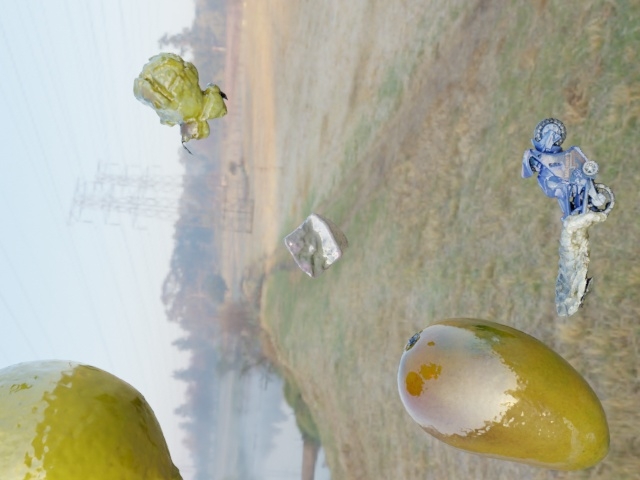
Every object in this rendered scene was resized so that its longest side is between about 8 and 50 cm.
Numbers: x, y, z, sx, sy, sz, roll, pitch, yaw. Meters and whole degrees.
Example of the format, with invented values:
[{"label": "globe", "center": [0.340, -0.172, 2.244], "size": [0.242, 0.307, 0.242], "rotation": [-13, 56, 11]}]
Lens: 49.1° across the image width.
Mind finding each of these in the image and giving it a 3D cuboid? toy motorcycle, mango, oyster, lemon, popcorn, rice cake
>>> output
[{"label": "toy motorcycle", "center": [0.431, -0.115, 1.251], "size": [0.205, 0.114, 0.076], "rotation": [56, -168, 6]}, {"label": "mango", "center": [0.138, 0.117, 0.542], "size": [0.089, 0.163, 0.111], "rotation": [-49, -44, -48]}, {"label": "oyster", "center": [0.381, 0.030, 1.074], "size": [0.106, 0.061, 0.200], "rotation": [-94, 2, -64]}, {"label": "lemon", "center": [-0.210, 0.185, 0.558], "size": [0.178, 0.203, 0.178], "rotation": [-175, 90, -84]}, {"label": "popcorn", "center": [-0.315, -0.311, 1.534], "size": [0.168, 0.195, 0.174], "rotation": [-12, 45, 46]}, {"label": "rice cake", "center": [0.000, 0.000, 0.958], "size": [0.073, 0.056, 0.365], "rotation": [53, -177, 2]}]
